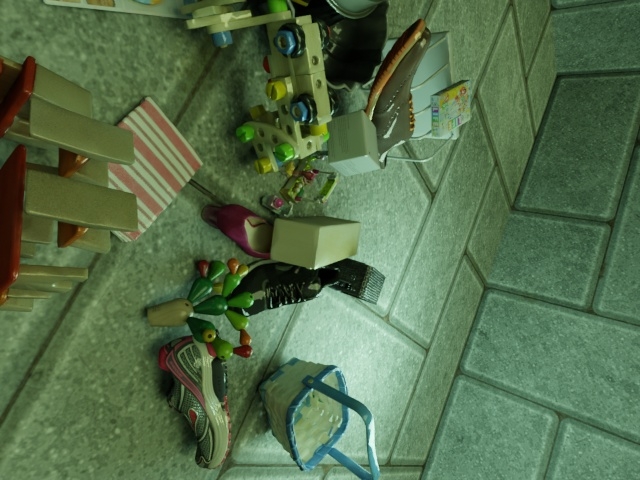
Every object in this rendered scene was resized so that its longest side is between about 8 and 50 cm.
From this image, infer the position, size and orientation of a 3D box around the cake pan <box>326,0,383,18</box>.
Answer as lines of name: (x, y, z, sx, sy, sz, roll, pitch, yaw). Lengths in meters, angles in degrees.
cake pan: (0.071, -0.564, 0.726, 0.293, 0.054, 0.293, -19, 115, -48)

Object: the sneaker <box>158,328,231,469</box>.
sneaker: (-0.237, 0.308, 0.780, 0.112, 0.121, 0.299, -7, 110, -20)

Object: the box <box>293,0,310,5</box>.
box: (-0.163, -0.459, 0.522, 0.322, 0.257, 0.079, -13, 154, -50)

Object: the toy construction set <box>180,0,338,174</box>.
toy construction set: (-0.085, -0.268, 0.691, 0.151, 0.215, 0.327, -48, 134, -28)

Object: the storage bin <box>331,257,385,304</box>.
storage bin: (0.089, 0.104, 1.072, 0.180, 0.122, 0.084, 34, 74, -65)

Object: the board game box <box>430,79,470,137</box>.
board game box: (0.332, -0.336, 1.033, 0.154, 0.026, 0.103, -35, 128, -33)

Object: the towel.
towel: (-0.288, -0.111, 0.641, 0.197, 0.029, 0.144, -58, 138, -26)

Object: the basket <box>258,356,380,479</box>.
basket: (0.006, 0.416, 0.953, 0.201, 0.289, 0.254, -30, 127, -37)

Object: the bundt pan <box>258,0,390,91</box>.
bundt pan: (0.004, -0.470, 0.813, 0.331, 0.124, 0.331, -20, 116, -46)

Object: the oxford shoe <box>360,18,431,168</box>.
oxford shoe: (0.168, -0.307, 0.914, 0.363, 0.133, 0.130, 119, -5, -54)

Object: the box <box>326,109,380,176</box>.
box: (0.070, -0.204, 0.868, 0.102, 0.087, 0.101, 17, 66, -64)

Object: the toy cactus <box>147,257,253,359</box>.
toy cactus: (-0.207, 0.117, 0.713, 0.180, 0.219, 0.112, -8, 144, -13)

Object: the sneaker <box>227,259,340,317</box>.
sneaker: (-0.067, 0.093, 0.897, 0.283, 0.124, 0.107, -26, 120, -44)

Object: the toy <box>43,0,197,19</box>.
toy: (-0.262, -0.392, 0.560, 0.237, 0.056, 0.137, -25, 121, -45)

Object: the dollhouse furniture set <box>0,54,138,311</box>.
dollhouse furniture set: (-0.334, -0.068, 0.438, 0.135, 0.262, 0.259, 15, 56, -50)

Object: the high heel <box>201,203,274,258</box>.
high heel: (-0.113, -0.009, 0.813, 0.244, 0.117, 0.082, 39, 70, -49)

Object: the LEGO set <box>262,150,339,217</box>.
LEGO set: (-0.019, -0.181, 0.886, 0.132, 0.107, 0.287, 21, 85, -52)

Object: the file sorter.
file sorter: (0.227, -0.367, 1.071, 0.173, 0.193, 0.277, -44, 132, -31)

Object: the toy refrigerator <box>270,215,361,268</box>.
toy refrigerator: (0.000, 0.000, 0.913, 0.269, 0.102, 0.094, -10, 110, -68)
